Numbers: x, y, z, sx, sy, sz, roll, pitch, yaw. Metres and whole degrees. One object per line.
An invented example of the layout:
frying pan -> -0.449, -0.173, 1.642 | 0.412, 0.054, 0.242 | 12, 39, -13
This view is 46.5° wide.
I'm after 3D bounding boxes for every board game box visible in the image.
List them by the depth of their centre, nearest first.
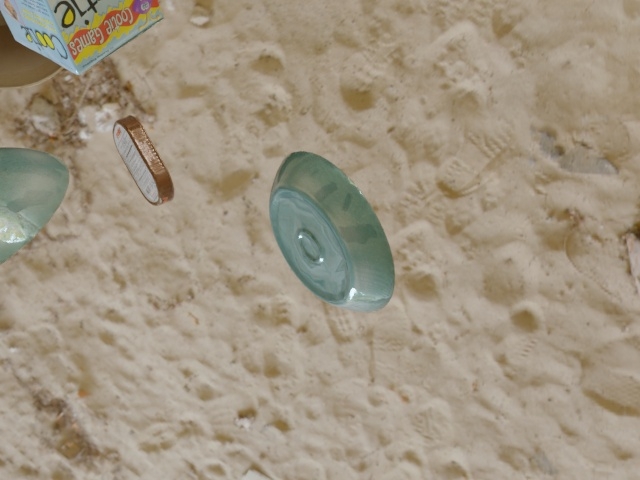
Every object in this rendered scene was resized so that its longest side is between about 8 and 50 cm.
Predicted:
board game box -> -0.309, -0.357, 0.844 | 0.144, 0.142, 0.275 | 31, 150, 29

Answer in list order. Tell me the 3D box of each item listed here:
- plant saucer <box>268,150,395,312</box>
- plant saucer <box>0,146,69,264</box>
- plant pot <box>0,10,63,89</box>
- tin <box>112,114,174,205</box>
plant saucer -> 0.000, 0.000, 0.489 | 0.119, 0.021, 0.119 | 39, 146, 33
plant saucer -> -0.309, -0.028, 0.625 | 0.195, 0.195, 0.037 | -2, 134, 23
plant pot -> -0.568, -0.427, 1.298 | 0.284, 0.191, 0.284 | -12, 121, -21
tin -> -0.350, -0.156, 1.465 | 0.189, 0.040, 0.106 | 60, 145, 4
